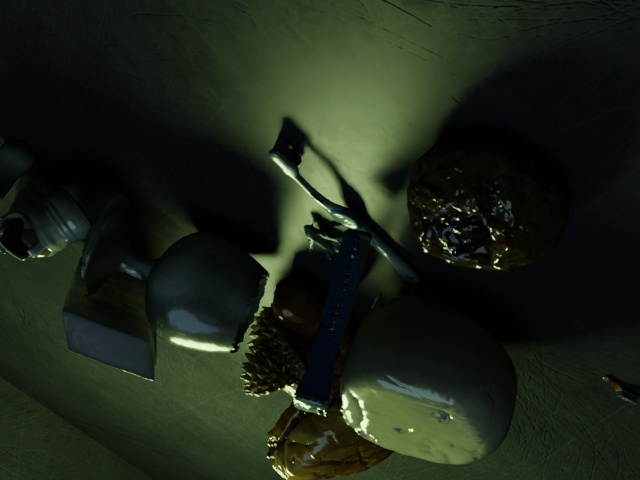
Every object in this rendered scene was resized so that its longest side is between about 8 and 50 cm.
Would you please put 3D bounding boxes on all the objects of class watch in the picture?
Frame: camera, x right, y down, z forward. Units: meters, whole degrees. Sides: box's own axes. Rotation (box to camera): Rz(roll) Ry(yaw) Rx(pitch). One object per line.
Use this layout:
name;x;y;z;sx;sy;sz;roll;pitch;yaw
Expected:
watch;0.023;0.151;1.504;0.068;0.274;0.276;18;159;4

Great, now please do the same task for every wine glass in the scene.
wine glass;-0.268;0.073;1.684;0.323;0.238;0.238;21;151;2
wine glass;-0.601;-0.115;1.678;0.072;0.155;0.072;18;151;11

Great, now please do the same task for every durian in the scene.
durian;-0.091;0.216;1.805;0.153;0.186;0.260;-10;170;0

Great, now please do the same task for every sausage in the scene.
sausage;-0.004;0.169;1.773;0.109;0.109;0.270;0;145;36

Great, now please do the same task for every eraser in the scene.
eraser;-0.423;0.151;1.838;0.213;0.082;0.397;23;-172;-15

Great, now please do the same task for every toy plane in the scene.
toy plane;0.001;-0.002;1.554;0.083;0.033;0.080;46;146;-22

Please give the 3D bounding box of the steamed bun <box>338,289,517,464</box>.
steamed bun;0.201;0.243;1.612;0.312;0.233;0.334;18;148;5

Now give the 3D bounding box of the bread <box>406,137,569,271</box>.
bread;0.222;-0.040;1.237;0.230;0.123;0.230;18;153;9

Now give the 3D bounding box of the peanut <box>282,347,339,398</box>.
peanut;0.000;0.345;2.033;0.147;0.147;0.305;0;142;37

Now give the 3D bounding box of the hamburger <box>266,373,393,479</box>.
hamburger;0.046;0.397;1.871;0.318;0.158;0.318;-18;148;-12

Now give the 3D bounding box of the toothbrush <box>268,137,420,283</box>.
toothbrush;0.046;-0.032;1.463;0.040;0.040;0.386;-9;138;45

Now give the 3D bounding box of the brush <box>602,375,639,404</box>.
brush;0.543;0.273;1.626;0.083;0.021;0.019;34;152;-17

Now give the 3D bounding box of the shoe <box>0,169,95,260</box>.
shoe;-0.548;-0.032;1.695;0.316;0.159;0.124;15;141;55
